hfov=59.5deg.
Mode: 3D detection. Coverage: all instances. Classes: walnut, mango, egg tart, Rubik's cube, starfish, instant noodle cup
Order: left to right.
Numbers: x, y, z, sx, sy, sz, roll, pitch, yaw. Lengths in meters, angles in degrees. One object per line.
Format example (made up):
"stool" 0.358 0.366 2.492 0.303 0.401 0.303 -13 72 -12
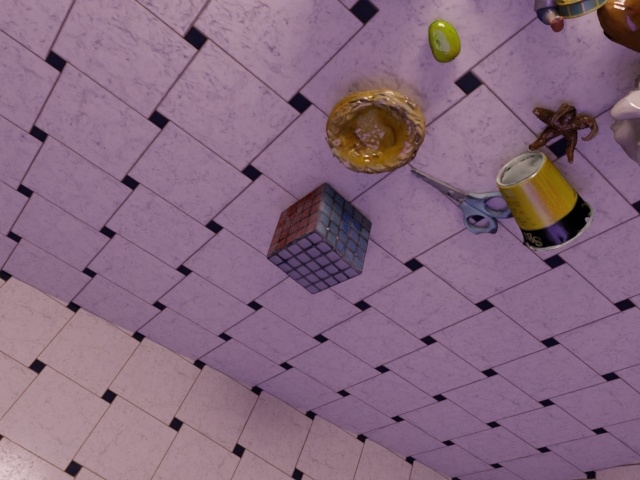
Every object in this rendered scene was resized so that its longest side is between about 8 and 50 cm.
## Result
"Rubik's cube" 0.000 0.000 1.847 0.238 0.237 0.237 -28 124 37
"egg tart" 0.154 -0.312 1.560 0.288 0.118 0.288 9 136 9
"mango" 0.302 -0.490 1.375 0.073 0.056 0.108 -23 123 27
"instant noodle cup" 0.620 -0.119 1.590 0.216 0.215 0.236 -27 115 36
"starfish" 0.624 -0.292 1.482 0.190 0.074 0.146 26 135 -12
"walnut" 0.714 -0.478 1.216 0.245 0.137 0.137 11 138 -6

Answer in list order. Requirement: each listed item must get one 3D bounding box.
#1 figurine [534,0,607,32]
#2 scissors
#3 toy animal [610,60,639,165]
"figurine" 0.484 -0.583 1.149 0.275 0.161 0.158 53 163 -28
"scissors" 0.431 -0.133 1.737 0.360 0.029 0.191 26 138 -12
"toy animal" 0.810 -0.285 1.338 0.206 0.271 0.265 24 157 28
